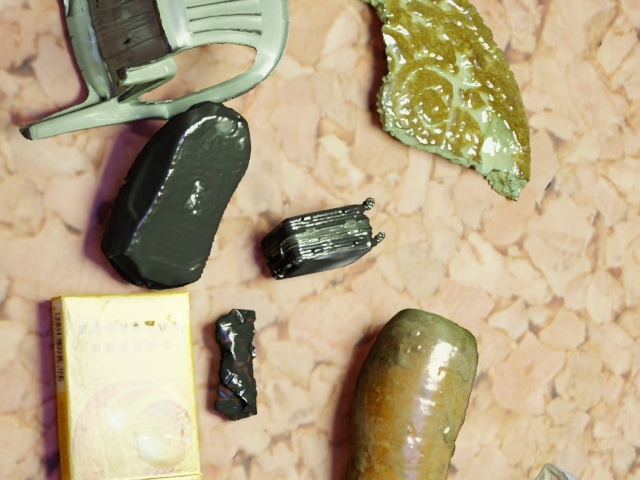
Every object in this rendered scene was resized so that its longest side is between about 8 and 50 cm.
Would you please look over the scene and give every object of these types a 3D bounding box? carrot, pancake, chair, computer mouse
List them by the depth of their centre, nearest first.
[{"bbox_3d":[-0.184,-0.229,1.787,0.275,0.191,0.203,-21,96,-58],"label":"chair"},{"bbox_3d":[-0.155,-0.050,1.831,0.122,0.073,0.217,25,89,-36],"label":"computer mouse"},{"bbox_3d":[0.092,0.227,1.913,0.139,0.139,0.301,21,76,-26],"label":"carrot"},{"bbox_3d":[0.132,-0.191,2.030,0.197,0.054,0.376,-41,102,-28],"label":"pancake"}]

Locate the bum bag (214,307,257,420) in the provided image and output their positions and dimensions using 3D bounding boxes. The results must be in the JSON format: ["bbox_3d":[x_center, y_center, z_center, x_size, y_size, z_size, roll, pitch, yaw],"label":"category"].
[{"bbox_3d":[-0.093,0.137,1.874,0.058,0.034,0.124,3,83,-38],"label":"bum bag"}]

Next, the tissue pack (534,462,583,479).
[{"bbox_3d":[0.363,0.444,1.988,0.338,0.160,0.242,29,94,-19],"label":"tissue pack"}]

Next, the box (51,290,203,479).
[{"bbox_3d":[-0.204,0.190,1.801,0.152,0.043,0.269,0,84,-28],"label":"box"}]

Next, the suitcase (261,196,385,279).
[{"bbox_3d":[0.000,0.000,1.914,0.126,0.086,0.059,-11,75,-30],"label":"suitcase"}]
